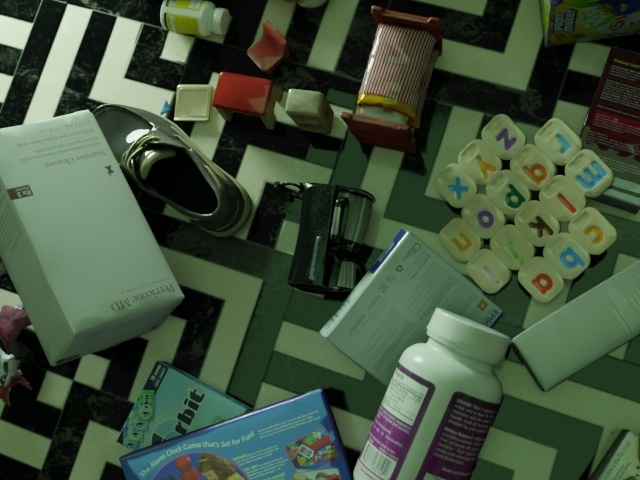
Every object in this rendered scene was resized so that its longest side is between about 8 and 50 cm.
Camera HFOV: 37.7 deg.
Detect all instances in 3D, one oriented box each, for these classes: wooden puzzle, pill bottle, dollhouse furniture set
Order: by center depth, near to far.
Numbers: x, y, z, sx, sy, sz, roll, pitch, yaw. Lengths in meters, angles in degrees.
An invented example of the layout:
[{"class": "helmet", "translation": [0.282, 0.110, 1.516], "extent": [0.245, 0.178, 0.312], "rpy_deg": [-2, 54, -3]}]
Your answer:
[{"class": "pill bottle", "translation": [0.179, 0.265, 1.449], "extent": [0.169, 0.169, 0.302], "rpy_deg": [23, 93, 15]}, {"class": "dollhouse furniture set", "translation": [0.007, -0.289, 1.600], "extent": [0.373, 0.152, 0.201], "rpy_deg": [12, 83, 14]}, {"class": "pill bottle", "translation": [-0.228, -0.409, 1.715], "extent": [0.116, 0.065, 0.065], "rpy_deg": [12, 83, 14]}, {"class": "wooden puzzle", "translation": [-0.231, -0.251, 1.717], "extent": [0.116, 0.014, 0.079], "rpy_deg": [9, 78, 13]}]

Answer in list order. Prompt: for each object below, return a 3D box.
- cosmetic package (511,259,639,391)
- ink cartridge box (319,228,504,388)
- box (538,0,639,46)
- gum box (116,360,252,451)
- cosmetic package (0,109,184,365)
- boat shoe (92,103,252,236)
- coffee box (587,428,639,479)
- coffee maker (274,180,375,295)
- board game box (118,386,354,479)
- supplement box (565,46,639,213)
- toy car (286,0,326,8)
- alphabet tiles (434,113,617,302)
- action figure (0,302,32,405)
[{"class": "cosmetic package", "translation": [0.420, 0.136, 1.456], "extent": [0.238, 0.127, 0.107], "rpy_deg": [-36, 76, 6]}, {"class": "ink cartridge box", "translation": [0.151, 0.132, 1.532], "extent": [0.224, 0.045, 0.223], "rpy_deg": [40, 89, -16]}, {"class": "box", "translation": [0.483, -0.451, 1.457], "extent": [0.279, 0.290, 0.177], "rpy_deg": [-7, 79, 10]}, {"class": "gum box", "translation": [-0.233, 0.316, 1.605], "extent": [0.184, 0.041, 0.157], "rpy_deg": [26, 87, 15]}, {"class": "cosmetic package", "translation": [-0.421, -0.007, 1.590], "extent": [0.217, 0.156, 0.385], "rpy_deg": [-21, 74, -38]}, {"class": "boat shoe", "translation": [-0.274, -0.142, 1.646], "extent": [0.355, 0.130, 0.132], "rpy_deg": [33, 88, 15]}, {"class": "coffee box", "translation": [0.536, 0.434, 1.384], "extent": [0.297, 0.119, 0.168], "rpy_deg": [34, 88, 15]}, {"class": "coffee maker", "translation": [0.000, 0.000, 1.585], "extent": [0.171, 0.120, 0.178], "rpy_deg": [5, 79, 37]}, {"class": "board game box", "translation": [-0.121, 0.404, 1.517], "extent": [0.347, 0.078, 0.233], "rpy_deg": [-19, 84, 2]}, {"class": "supplement box", "translation": [0.493, -0.178, 1.521], "extent": [0.130, 0.073, 0.240], "rpy_deg": [20, 86, 15]}, {"class": "toy car", "translation": [-0.045, -0.513, 1.670], "extent": [0.136, 0.159, 0.182], "rpy_deg": [27, 86, 51]}, {"class": "alphabet tiles", "translation": [0.328, -0.053, 1.516], "extent": [0.284, 0.021, 0.278], "rpy_deg": [-47, 72, 21]}, {"class": "action figure", "translation": [-0.633, 0.130, 1.619], "extent": [0.275, 0.248, 0.370], "rpy_deg": [-32, 82, 18]}]
